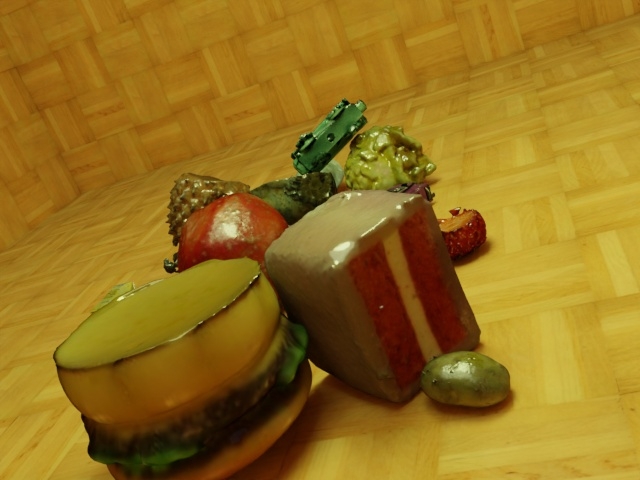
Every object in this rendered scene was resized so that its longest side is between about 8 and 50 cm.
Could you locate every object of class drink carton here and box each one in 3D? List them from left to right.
[{"bbox_3d":[-0.553,0.166,1.934,0.084,0.074,0.200,-15,22,18],"label":"drink carton"}]

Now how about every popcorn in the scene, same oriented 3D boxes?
[{"bbox_3d":[0.186,-0.222,1.990,0.259,0.212,0.259,-26,18,9],"label":"popcorn"}]

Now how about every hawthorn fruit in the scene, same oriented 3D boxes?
[{"bbox_3d":[-0.185,0.059,1.541,0.287,0.287,0.330,-20,30,5],"label":"hawthorn fruit"}]

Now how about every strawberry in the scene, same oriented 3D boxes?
[{"bbox_3d":[0.289,-0.010,1.500,0.145,0.086,0.145,-18,19,6],"label":"strawberry"}]

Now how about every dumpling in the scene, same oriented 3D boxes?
[{"bbox_3d":[-0.009,-0.175,2.235,0.219,0.152,0.108,-47,-16,-21],"label":"dumpling"}]

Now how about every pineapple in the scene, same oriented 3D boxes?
[{"bbox_3d":[-0.308,0.006,1.840,0.223,0.357,0.223,12,1,0],"label":"pineapple"}]

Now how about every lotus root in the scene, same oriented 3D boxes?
[{"bbox_3d":[-0.063,-0.104,1.962,0.267,0.149,0.260,-17,4,-43],"label":"lotus root"}]

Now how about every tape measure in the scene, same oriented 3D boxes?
[{"bbox_3d":[0.221,-0.111,1.845,0.125,0.074,0.118,-30,21,-27],"label":"tape measure"}]

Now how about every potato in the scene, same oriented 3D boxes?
[{"bbox_3d":[0.214,0.207,1.047,0.138,0.070,0.091,-8,25,32],"label":"potato"}]

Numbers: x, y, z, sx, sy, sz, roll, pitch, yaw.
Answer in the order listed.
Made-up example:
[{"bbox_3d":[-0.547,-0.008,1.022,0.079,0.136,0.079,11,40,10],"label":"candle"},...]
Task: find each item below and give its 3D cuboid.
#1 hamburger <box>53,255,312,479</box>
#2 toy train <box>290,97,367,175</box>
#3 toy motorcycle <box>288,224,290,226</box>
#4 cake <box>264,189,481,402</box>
[{"bbox_3d":[-0.201,0.222,1.127,0.395,0.277,0.396,-21,17,7],"label":"hamburger"},{"bbox_3d":[0.022,-0.300,1.990,0.269,0.115,0.154,-47,7,4],"label":"toy train"},{"bbox_3d":[0.000,0.000,1.760,0.307,0.108,0.173,-4,18,43],"label":"toy motorcycle"},{"bbox_3d":[0.085,0.084,1.166,0.237,0.309,0.230,-36,21,-27],"label":"cake"}]
